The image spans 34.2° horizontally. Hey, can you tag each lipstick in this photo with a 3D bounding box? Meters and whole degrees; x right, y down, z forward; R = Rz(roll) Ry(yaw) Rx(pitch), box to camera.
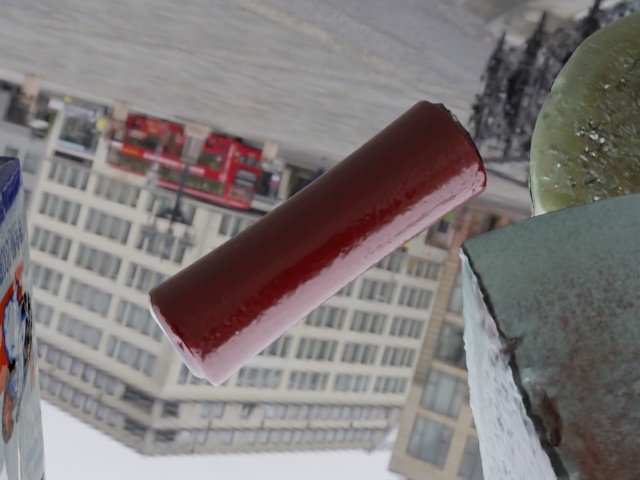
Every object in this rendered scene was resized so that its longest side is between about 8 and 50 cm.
[{"bbox_3d":[0.000,0.000,0.698,0.080,0.241,0.080,53,171,12],"label":"lipstick"}]

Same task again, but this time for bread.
[{"bbox_3d":[0.279,-0.050,0.791,0.266,0.267,0.040,15,173,-14],"label":"bread"}]

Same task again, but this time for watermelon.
[{"bbox_3d":[0.180,0.146,0.366,0.289,0.320,0.213,5,-169,18],"label":"watermelon"}]

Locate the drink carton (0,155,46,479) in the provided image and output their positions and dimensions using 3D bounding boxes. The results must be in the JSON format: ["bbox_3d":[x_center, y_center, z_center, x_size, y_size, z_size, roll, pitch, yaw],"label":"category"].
[{"bbox_3d":[-0.182,0.127,0.469,0.106,0.315,0.130,-1,-161,-4],"label":"drink carton"}]
